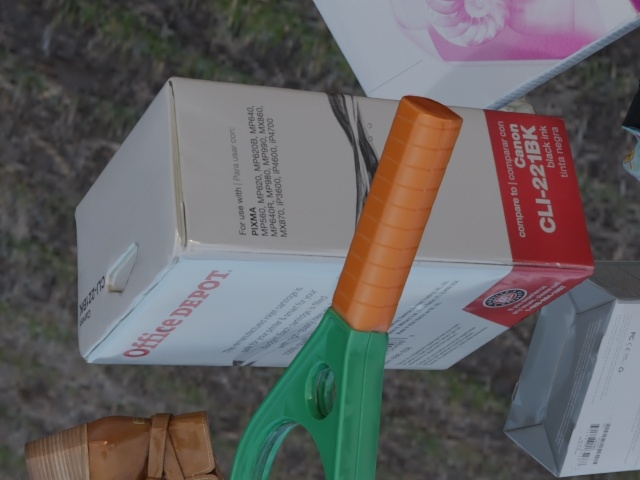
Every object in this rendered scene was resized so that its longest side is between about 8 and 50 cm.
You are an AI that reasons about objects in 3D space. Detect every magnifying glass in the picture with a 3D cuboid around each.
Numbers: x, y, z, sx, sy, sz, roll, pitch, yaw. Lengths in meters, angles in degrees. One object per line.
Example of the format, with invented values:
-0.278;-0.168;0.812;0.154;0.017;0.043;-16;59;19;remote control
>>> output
0.009;0.053;0.626;0.026;0.092;0.230;6;111;-29;magnifying glass

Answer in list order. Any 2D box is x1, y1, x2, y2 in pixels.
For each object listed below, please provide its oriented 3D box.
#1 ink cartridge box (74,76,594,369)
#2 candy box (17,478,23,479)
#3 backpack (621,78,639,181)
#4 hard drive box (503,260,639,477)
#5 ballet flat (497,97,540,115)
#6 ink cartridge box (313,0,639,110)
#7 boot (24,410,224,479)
0.000;0.000;0.979;0.273;0.114;0.197;2;156;-26;ink cartridge box
-0.151;0.231;0.793;0.109;0.053;0.186;-35;90;12;candy box
0.402;-0.095;1.540;0.188;0.166;0.144;24;104;16;backpack
0.306;0.117;1.441;0.232;0.089;0.181;2;112;-34;hard drive box
0.112;-0.034;1.882;0.147;0.147;0.409;22;140;-16;ballet flat
0.133;-0.290;1.323;0.330;0.324;0.071;-31;175;19;ink cartridge box
-0.147;0.231;1.266;0.152;0.073;0.197;-11;120;-5;boot
